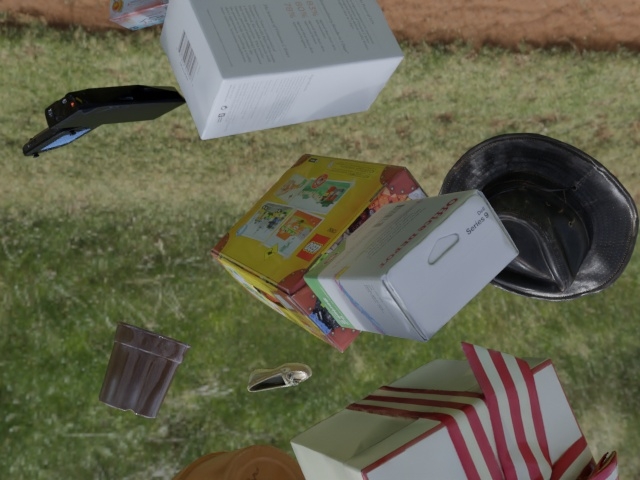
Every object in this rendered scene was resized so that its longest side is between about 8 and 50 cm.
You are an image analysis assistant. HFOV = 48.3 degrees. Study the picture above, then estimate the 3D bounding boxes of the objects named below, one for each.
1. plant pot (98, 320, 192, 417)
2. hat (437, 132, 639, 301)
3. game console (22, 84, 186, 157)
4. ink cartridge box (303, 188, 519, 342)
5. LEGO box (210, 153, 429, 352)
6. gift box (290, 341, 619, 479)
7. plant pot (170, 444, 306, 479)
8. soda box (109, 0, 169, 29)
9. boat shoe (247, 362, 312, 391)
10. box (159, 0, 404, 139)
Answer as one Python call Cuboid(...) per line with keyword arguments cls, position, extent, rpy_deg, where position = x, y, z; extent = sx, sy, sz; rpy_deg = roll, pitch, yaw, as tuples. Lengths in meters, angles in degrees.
Cuboid(cls="plant pot", position=(-0.372, 0.270, 1.478), extent=(0.166, 0.165, 0.167), rpy_deg=(17, 166, 4))
Cuboid(cls="hat", position=(0.334, 0.000, 1.131), extent=(0.331, 0.134, 0.332), rpy_deg=(10, 126, 14))
Cuboid(cls="game console", position=(-0.424, -0.216, 1.317), extent=(0.361, 0.044, 0.213), rpy_deg=(-12, -178, 45))
Cuboid(cls="ink cartridge box", position=(0.096, 0.028, 0.823), extent=(0.154, 0.093, 0.212), rpy_deg=(-41, -169, -19))
Cuboid(cls="LEGO box", position=(0.000, 0.000, 1.690), extent=(0.193, 0.372, 0.500), rpy_deg=(48, 167, -26))
Cuboid(cls="gift box", position=(0.123, 0.252, 0.723), extent=(0.255, 0.277, 0.258), rpy_deg=(-29, -176, -22))
Cuboid(cls="plant pot", position=(-0.146, 0.530, 1.383), extent=(0.290, 0.291, 0.203), rpy_deg=(14, 138, -32))
Cuboid(cls="soda box", position=(-0.308, -0.442, 1.324), extent=(0.183, 0.058, 0.063), rpy_deg=(0, 174, 34))
Cuboid(cls="boat shoe", position=(-0.093, 0.317, 1.636), extent=(0.152, 0.048, 0.056), rpy_deg=(-8, 126, 15))
Cuboid(cls="box", position=(-0.068, -0.332, 1.232), extent=(0.345, 0.215, 0.168), rpy_deg=(-15, 161, -28))
